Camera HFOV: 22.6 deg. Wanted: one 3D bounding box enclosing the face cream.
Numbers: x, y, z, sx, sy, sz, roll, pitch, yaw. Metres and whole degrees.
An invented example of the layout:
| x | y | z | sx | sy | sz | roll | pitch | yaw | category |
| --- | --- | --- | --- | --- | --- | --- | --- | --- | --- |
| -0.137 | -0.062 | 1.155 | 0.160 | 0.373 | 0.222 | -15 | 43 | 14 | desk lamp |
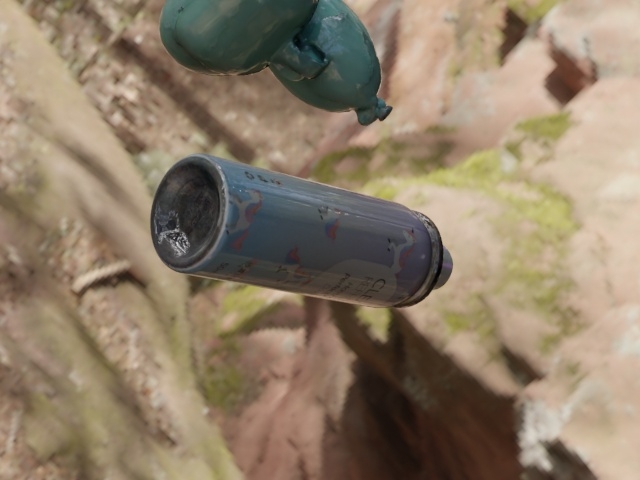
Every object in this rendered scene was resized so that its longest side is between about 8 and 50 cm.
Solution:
| x | y | z | sx | sy | sz | roll | pitch | yaw | category |
| --- | --- | --- | --- | --- | --- | --- | --- | --- | --- |
| 0.000 | 0.000 | 1.028 | 0.229 | 0.075 | 0.075 | 11 | 45 | -44 | face cream |

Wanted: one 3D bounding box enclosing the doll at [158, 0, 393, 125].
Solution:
| x | y | z | sx | sy | sz | roll | pitch | yaw | category |
| --- | --- | --- | --- | --- | --- | --- | --- | --- | --- |
| -0.029 | -0.110 | 0.592 | 0.159 | 0.059 | 0.158 | 44 | 24 | -9 | doll |
